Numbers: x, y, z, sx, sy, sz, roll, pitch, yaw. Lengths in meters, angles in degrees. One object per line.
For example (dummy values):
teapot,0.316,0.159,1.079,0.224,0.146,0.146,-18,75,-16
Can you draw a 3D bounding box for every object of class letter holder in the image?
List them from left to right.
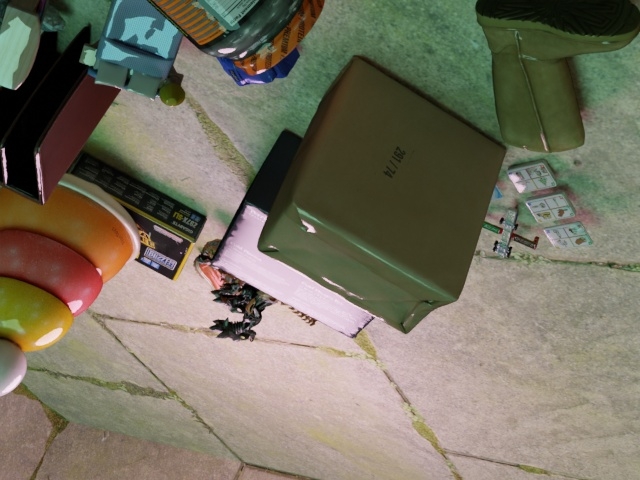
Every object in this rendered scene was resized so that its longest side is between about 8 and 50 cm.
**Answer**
letter holder,-0.488,-0.256,1.768,0.152,0.302,0.214,26,151,-1

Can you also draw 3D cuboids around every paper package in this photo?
paper package,0.103,-0.071,1.576,0.309,0.325,0.168,30,147,-9

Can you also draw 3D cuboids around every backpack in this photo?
backpack,-0.116,-0.304,1.606,0.120,0.101,0.098,6,139,38

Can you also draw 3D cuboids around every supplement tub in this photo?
supplement tub,-0.164,-0.401,1.372,0.338,0.207,0.207,42,148,-27

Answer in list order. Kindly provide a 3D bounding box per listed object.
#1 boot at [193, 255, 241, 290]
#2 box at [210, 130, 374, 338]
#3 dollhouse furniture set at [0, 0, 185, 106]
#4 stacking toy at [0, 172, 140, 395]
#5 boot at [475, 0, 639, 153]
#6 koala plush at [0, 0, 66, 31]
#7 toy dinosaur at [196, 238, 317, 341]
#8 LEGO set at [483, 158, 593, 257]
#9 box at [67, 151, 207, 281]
boot,-0.230,0.093,2.399,0.084,0.059,0.158,-11,134,41
box,0.000,0.000,1.933,0.343,0.179,0.312,29,152,-6
dollhouse furniture set,-0.321,-0.342,1.539,0.303,0.198,0.286,17,128,-17
stacking toy,-0.627,0.112,2.128,0.350,0.480,0.350,14,148,9
boot,0.343,-0.229,1.389,0.236,0.089,0.269,19,152,34
koala plush,-0.565,-0.413,1.712,0.196,0.203,0.221,-2,169,11
toy dinosaur,-0.151,0.122,2.283,0.322,0.164,0.218,41,116,-5
LEGO set,0.341,-0.055,1.736,0.244,0.060,0.182,-13,121,47
box,-0.443,-0.049,2.311,0.322,0.079,0.257,29,153,-6
